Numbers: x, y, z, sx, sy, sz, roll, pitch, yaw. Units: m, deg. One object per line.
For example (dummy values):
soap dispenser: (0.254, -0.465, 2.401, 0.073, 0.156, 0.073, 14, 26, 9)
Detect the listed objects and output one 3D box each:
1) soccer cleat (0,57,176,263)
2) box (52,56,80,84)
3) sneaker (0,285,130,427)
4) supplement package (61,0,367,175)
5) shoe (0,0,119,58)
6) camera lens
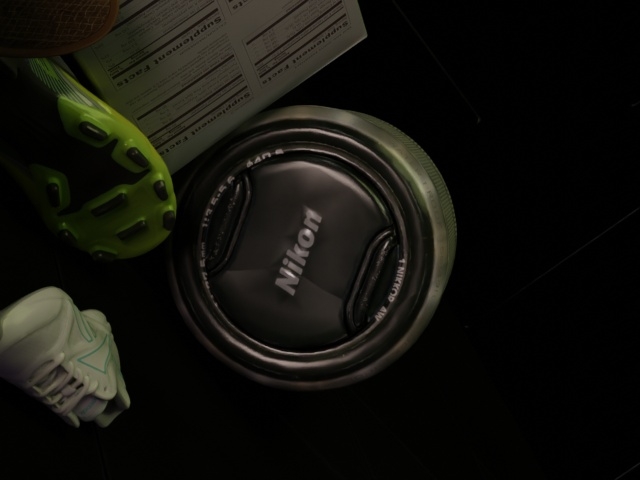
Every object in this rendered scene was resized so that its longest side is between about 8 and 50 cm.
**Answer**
soccer cleat: (-0.189, -0.089, 1.053, 0.289, 0.093, 0.121, 45, 12, -46)
box: (-0.244, -0.178, 1.311, 0.145, 0.038, 0.186, 58, 8, 27)
sneaker: (-0.137, 0.065, 0.856, 0.061, 0.054, 0.152, 59, 8, 16)
supplement package: (-0.118, -0.216, 1.111, 0.199, 0.198, 0.262, 51, -7, 25)
shoe: (-0.218, -0.151, 0.886, 0.219, 0.076, 0.058, 7, 26, -24)
camera lens: (0.000, 0.000, 1.329, 0.219, 0.219, 0.274, 54, 8, 1)
